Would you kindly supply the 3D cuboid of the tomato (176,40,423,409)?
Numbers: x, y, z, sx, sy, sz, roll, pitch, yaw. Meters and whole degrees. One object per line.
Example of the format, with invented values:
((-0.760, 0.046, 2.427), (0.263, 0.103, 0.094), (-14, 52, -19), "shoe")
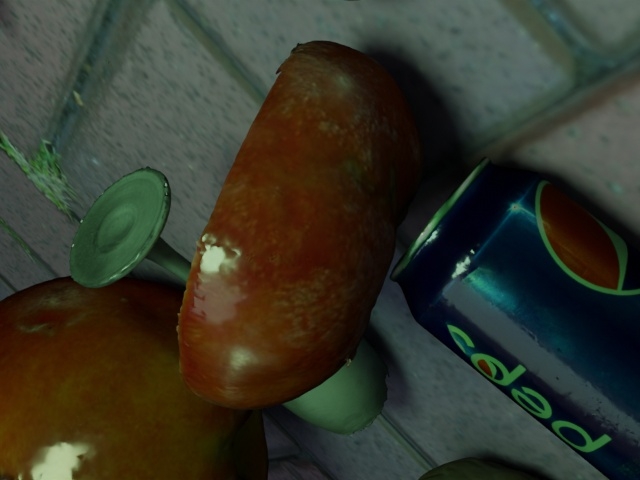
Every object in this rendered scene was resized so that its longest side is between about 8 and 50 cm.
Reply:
((0.000, 0.000, 0.529), (0.095, 0.237, 0.237), (20, 147, 6), "tomato")

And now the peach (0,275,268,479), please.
((-0.225, 0.204, 0.962), (0.405, 0.310, 0.335), (16, 146, 28), "peach")

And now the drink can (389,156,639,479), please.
((0.146, 0.048, 0.500), (0.205, 0.118, 0.118), (38, 150, 7), "drink can")

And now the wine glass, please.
((-0.060, 0.001, 0.752), (0.096, 0.264, 0.309), (-27, 136, 24), "wine glass")

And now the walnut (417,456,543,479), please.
((0.151, 0.305, 0.745), (0.224, 0.224, 0.224), (30, 148, 21), "walnut")
